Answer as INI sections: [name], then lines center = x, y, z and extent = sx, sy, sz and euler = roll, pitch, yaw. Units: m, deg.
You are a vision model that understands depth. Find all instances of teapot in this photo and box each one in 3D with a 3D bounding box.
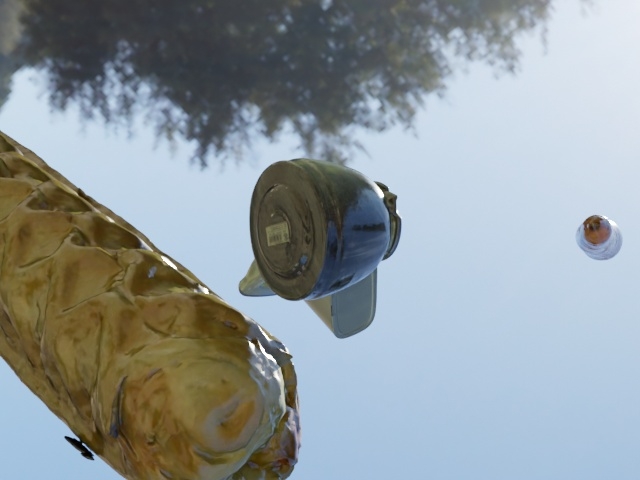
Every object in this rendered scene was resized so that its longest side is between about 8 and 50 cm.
[teapot]
center = 0.006, 0.004, 0.940
extent = 0.111, 0.108, 0.149
euler = 46, -49, 42

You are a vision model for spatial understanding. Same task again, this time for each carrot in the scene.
[carrot]
center = 0.225, -0.002, 0.952
extent = 0.037, 0.037, 0.190
euler = -35, 170, 13

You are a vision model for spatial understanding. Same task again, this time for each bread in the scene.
[bread]
center = -0.128, 0.005, 0.513
extent = 0.367, 0.084, 0.077
euler = 30, -89, 47

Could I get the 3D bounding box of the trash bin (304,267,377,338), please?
[trash bin]
center = 0.001, 0.019, 1.201
extent = 0.059, 0.116, 0.130
euler = -23, -135, -21
